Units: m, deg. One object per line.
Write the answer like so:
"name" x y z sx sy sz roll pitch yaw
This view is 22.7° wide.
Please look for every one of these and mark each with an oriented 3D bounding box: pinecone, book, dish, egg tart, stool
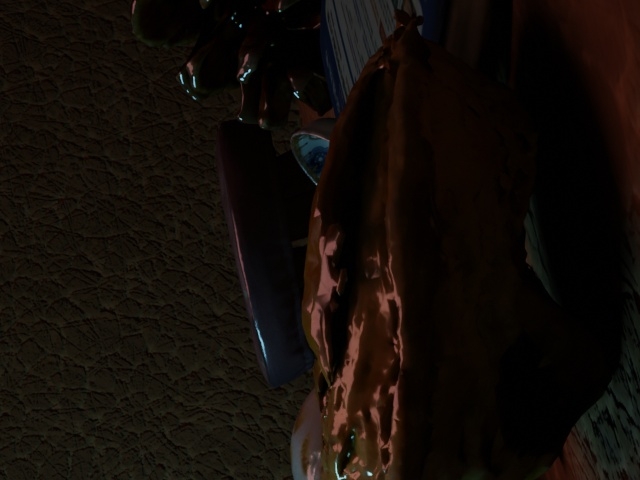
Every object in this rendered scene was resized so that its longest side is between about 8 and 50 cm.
"pinecone" -0.064 -0.232 1.385 0.244 0.244 0.309 82 175 -54
"book" 0.045 -0.155 1.024 0.428 0.039 0.300 92 167 -58
"dish" 0.052 -0.073 1.384 0.141 0.078 0.141 35 163 12
"egg tart" 0.073 0.027 0.779 0.297 0.132 0.297 -2 -90 -82
"stool" 0.000 0.000 1.604 0.272 0.179 0.272 169 90 -88

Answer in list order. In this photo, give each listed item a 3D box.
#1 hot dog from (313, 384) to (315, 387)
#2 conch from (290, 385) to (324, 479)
"hot dog" 0.068 0.240 1.890 0.272 0.122 0.196 90 159 -70
"conch" 0.060 0.195 1.496 0.149 0.183 0.275 43 -155 -31
